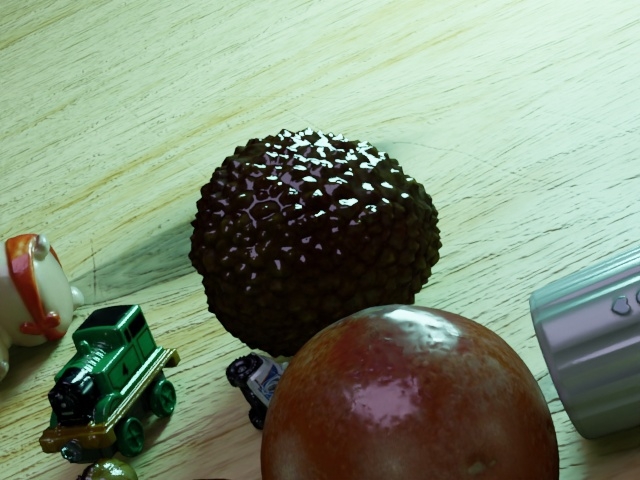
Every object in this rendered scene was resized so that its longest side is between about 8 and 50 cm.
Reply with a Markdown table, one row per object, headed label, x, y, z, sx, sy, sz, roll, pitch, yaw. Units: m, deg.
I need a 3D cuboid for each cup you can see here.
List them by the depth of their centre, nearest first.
| label | x | y | z | sx | sy | sz | roll | pitch | yaw |
| --- | --- | --- | --- | --- | --- | --- | --- | --- | --- |
| cup | 0.309 | 0.096 | 1.374 | 0.202 | 0.167 | 0.221 | -21 | 31 | 12 |

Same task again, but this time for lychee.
| label | x | y | z | sx | sy | sz | roll | pitch | yaw |
| --- | --- | --- | --- | --- | --- | --- | --- | --- | --- |
| lychee | 0.000 | 0.000 | 1.643 | 0.267 | 0.267 | 0.267 | -18 | 33 | 12 |

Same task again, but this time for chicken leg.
| label | x | y | z | sx | sy | sz | roll | pitch | yaw |
| --- | --- | --- | --- | --- | --- | --- | --- | --- | --- |
| chicken leg | -0.245 | 0.301 | 1.561 | 0.093 | 0.070 | 0.178 | -10 | 45 | 33 |

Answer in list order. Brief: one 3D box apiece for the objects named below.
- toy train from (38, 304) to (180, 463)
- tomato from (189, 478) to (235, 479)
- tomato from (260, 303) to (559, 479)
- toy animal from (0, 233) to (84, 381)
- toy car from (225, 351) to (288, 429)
| label | x | y | z | sx | sy | sz | roll | pitch | yaw |
| --- | --- | --- | --- | --- | --- | --- | --- | --- | --- |
| toy train | -0.235 | 0.158 | 1.670 | 0.091 | 0.136 | 0.228 | -9 | 21 | 26 |
| tomato | -0.118 | 0.306 | 1.442 | 0.225 | 0.085 | 0.225 | -15 | 33 | 10 |
| tomato | 0.078 | 0.177 | 1.331 | 0.265 | 0.265 | 0.265 | -18 | 33 | 12 |
| toy animal | -0.395 | 0.081 | 1.886 | 0.197 | 0.171 | 0.171 | -44 | 37 | -23 |
| toy car | -0.030 | 0.174 | 1.569 | 0.070 | 0.080 | 0.170 | -34 | 33 | -13 |
